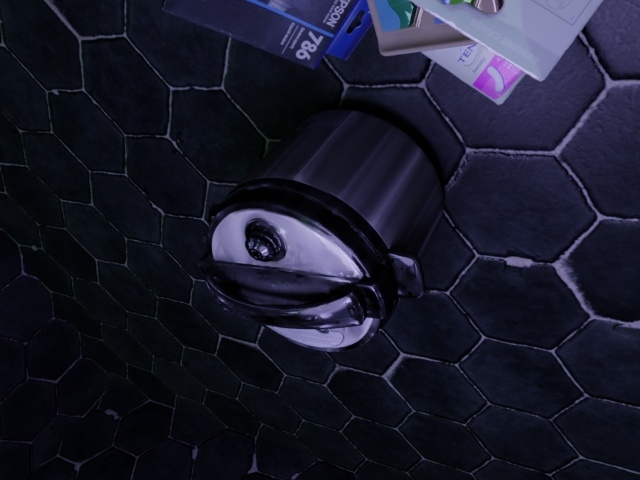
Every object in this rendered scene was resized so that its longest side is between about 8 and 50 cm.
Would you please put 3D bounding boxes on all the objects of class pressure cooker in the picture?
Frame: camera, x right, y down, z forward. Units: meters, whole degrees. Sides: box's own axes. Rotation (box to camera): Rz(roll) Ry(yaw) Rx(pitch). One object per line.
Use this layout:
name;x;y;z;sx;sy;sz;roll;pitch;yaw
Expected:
pressure cooker;-0.003;-0.005;1.047;0.376;0.420;0.370;39;139;-4

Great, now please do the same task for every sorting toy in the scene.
sorting toy;0.132;-0.358;0.759;0.193;0.038;0.208;7;127;39

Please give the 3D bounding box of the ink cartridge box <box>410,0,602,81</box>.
ink cartridge box;0.238;-0.425;0.626;0.308;0.091;0.385;32;117;0

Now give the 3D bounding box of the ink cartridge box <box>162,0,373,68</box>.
ink cartridge box;-0.061;-0.375;0.888;0.333;0.065;0.165;12;146;-23

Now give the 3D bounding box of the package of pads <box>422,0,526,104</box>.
package of pads;0.246;-0.364;0.780;0.229;0.101;0.296;35;139;1
